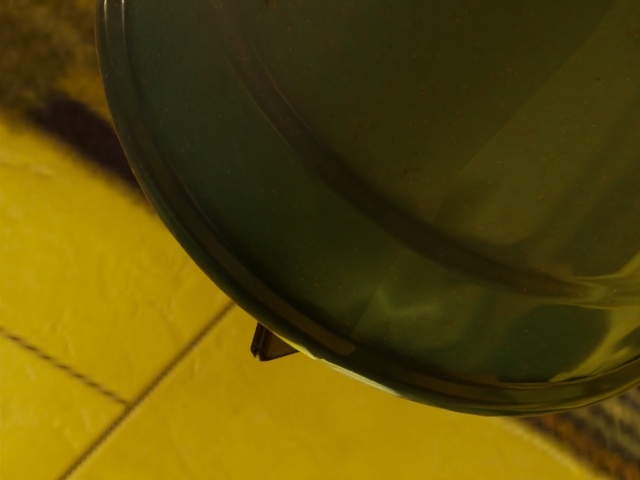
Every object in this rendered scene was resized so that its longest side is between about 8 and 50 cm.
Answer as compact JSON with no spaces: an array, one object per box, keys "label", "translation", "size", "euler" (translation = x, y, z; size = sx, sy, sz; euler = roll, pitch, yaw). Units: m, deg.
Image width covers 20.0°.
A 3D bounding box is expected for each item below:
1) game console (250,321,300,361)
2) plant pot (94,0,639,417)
[{"label":"game console","translation":[0.000,0.000,1.099],"size":[0.107,0.071,0.122],"euler":[-15,140,-30]},{"label":"plant pot","translation":[0.121,-0.147,0.743],"size":[0.341,0.341,0.334],"euler":[23,145,-14]}]
